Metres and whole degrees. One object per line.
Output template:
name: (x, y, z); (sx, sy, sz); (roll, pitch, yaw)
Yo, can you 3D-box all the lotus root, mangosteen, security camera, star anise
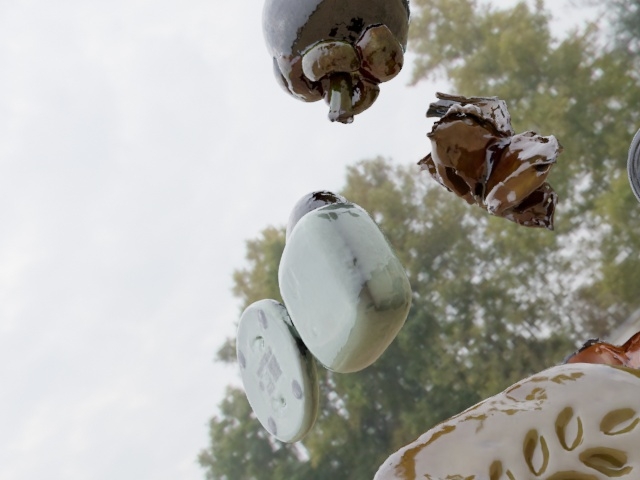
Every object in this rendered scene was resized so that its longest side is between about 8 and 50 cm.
lotus root: (0.000, 0.000, 1.021); (0.089, 0.179, 0.080); (-22, -54, 20)
mangosteen: (0.024, -0.263, 1.153); (0.212, 0.249, 0.211); (-1, -28, -1)
security camera: (-0.006, 0.093, 0.890); (0.080, 0.157, 0.301); (-11, -33, -34)
star anise: (0.217, -0.124, 1.176); (0.237, 0.346, 0.148); (33, -75, -25)

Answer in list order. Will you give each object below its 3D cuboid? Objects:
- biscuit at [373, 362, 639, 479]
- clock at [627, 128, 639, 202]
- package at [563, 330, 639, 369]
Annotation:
biscuit: (0.178, 0.186, 0.406); (0.359, 0.359, 0.046); (-31, -46, -28)
clock: (0.409, 0.058, 0.680); (0.120, 0.378, 0.276); (-20, 6, -37)
package: (0.248, 0.096, 0.653); (0.111, 0.077, 0.033); (-38, 12, 27)
